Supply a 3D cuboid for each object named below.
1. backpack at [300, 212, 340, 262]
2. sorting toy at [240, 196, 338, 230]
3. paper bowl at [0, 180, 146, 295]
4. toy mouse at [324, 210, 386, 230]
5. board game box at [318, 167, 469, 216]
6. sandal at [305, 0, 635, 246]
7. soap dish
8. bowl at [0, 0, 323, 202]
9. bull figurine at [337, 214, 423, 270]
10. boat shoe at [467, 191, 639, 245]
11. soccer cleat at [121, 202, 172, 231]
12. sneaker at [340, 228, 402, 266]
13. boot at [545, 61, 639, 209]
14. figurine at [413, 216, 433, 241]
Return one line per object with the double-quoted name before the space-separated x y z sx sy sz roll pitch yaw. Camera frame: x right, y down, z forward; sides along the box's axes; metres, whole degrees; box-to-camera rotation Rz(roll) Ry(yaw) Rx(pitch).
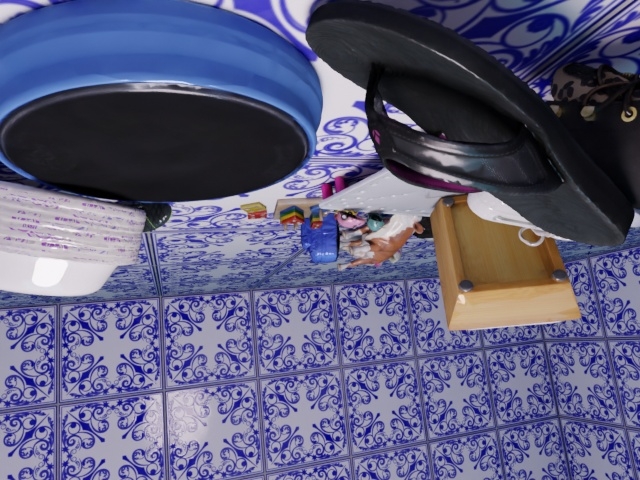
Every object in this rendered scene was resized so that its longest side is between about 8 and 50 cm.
"backpack" 0.000 0.000 1.223 0.101 0.120 0.098 -6 169 -3
"sorting toy" -0.047 -0.058 1.099 0.274 0.046 0.132 -3 168 -11
"paper bowl" -0.421 -0.005 0.709 0.284 0.148 0.284 12 178 0
"toy mouse" 0.087 -0.043 1.026 0.161 0.031 0.143 -6 -150 -45
"board game box" 0.256 -0.125 0.914 0.390 0.050 0.390 1 167 -34
"sandal" 0.169 -0.083 0.497 0.446 0.107 0.167 29 175 -22
"soap dish" 0.343 0.025 0.916 0.229 0.291 0.118 -7 139 11
"bowl" -0.188 -0.131 0.580 0.391 0.077 0.391 -6 169 -1
"bull figurine" 0.146 -0.002 1.241 0.188 0.101 0.310 -11 161 -11
"boat shoe" 0.398 -0.055 0.797 0.367 0.136 0.156 1 150 -27
"soccer cleat" -0.383 -0.048 0.942 0.179 0.060 0.072 -7 168 17
"sneaker" 0.151 0.026 1.457 0.252 0.111 0.103 -3 168 -15
"boot" 0.373 -0.153 0.478 0.138 0.377 0.284 -38 -145 -15
"figurine" 0.315 -0.037 1.335 0.215 0.092 0.209 3 174 -40
